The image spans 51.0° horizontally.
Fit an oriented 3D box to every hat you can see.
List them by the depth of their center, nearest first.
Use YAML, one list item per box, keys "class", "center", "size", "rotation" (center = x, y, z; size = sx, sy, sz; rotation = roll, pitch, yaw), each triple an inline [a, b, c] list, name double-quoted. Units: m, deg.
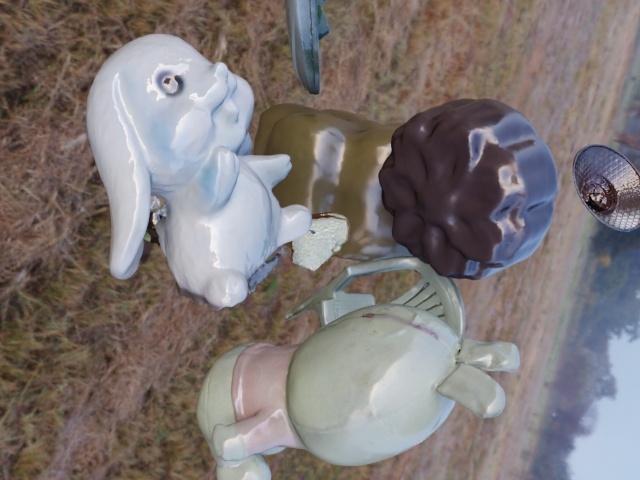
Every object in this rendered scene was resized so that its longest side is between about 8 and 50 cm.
- class: "hat"
  center: [0.566, -0.095, 1.367]
  size: [0.193, 0.193, 0.082]
  rotation: [-61, -171, -29]

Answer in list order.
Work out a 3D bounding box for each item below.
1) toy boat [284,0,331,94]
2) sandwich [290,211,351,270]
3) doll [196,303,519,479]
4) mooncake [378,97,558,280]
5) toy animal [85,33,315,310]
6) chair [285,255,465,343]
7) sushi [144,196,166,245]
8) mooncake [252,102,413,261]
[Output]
- class: "toy boat"
  center: [-0.020, -0.426, 1.273]
  size: [0.141, 0.092, 0.319]
  rotation: [-100, -175, -53]
- class: "sandwich"
  center: [0.000, 0.000, 1.089]
  size: [0.036, 0.105, 0.093]
  rotation: [-102, -177, -80]
- class: "doll"
  center: [0.004, 0.111, 0.502]
  size: [0.275, 0.113, 0.155]
  rotation: [-28, -173, 35]
- class: "mooncake"
  center: [0.216, -0.074, 1.031]
  size: [0.141, 0.283, 0.283]
  rotation: [-23, 134, -34]
- class: "toy animal"
  center: [-0.136, -0.074, 0.744]
  size: [0.249, 0.174, 0.289]
  rotation: [-11, 96, -65]
- class: "chair"
  center: [0.092, 0.156, 1.167]
  size: [0.191, 0.203, 0.275]
  rotation: [-6, 160, -29]
- class: "sushi"
  center: [-0.411, -0.082, 2.015]
  size: [0.285, 0.328, 0.328]
  rotation: [121, -16, -49]
- class: "mooncake"
  center: [0.080, -0.128, 1.394]
  size: [0.467, 0.467, 0.262]
  rotation: [-26, 127, -66]
